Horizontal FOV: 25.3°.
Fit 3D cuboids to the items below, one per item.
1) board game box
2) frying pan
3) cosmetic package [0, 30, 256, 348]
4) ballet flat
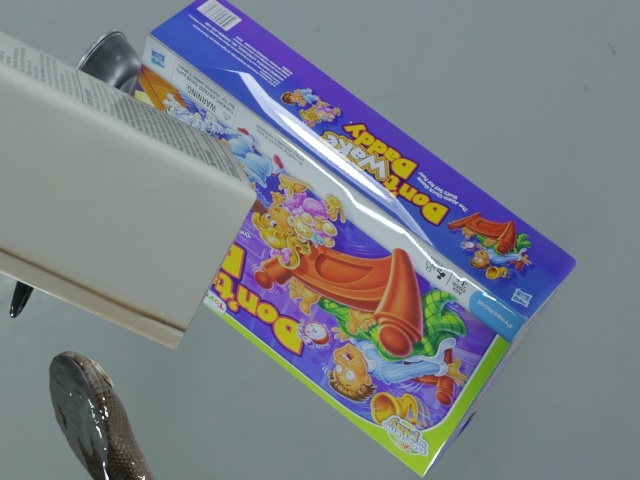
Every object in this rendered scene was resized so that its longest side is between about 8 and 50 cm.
[{"bbox_3d":[0.000,0.000,1.112,0.347,0.078,0.233,37,141,13],"label":"board game box"},{"bbox_3d":[-0.257,-0.058,1.440,0.053,0.197,0.326,24,92,6],"label":"frying pan"},{"bbox_3d":[-0.206,-0.064,0.862,0.309,0.160,0.113,25,99,-16],"label":"cosmetic package"},{"bbox_3d":[-0.191,0.211,1.372,0.084,0.058,0.250,0,117,50],"label":"ballet flat"}]
